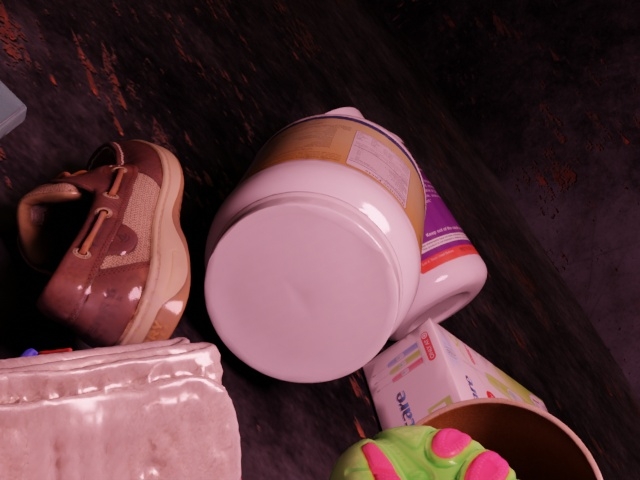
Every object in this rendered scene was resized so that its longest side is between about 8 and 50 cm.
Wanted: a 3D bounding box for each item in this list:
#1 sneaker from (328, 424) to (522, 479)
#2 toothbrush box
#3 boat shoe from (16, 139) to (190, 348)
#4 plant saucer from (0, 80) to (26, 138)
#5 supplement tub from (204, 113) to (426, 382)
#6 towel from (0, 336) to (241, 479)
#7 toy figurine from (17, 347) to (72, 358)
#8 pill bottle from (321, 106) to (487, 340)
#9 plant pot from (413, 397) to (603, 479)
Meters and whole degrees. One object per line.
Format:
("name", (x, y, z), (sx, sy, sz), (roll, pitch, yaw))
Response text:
("sneaker", (0.152, 0.352, 0.677), (0.185, 0.202, 0.482), (-11, 48, -23))
("toothbrush box", (0.204, 0.260, 1.261), (0.283, 0.122, 0.206), (35, 25, -36))
("boat shoe", (-0.195, -0.017, 0.842), (0.123, 0.123, 0.342), (24, 21, -23))
("plant saucer", (-0.321, -0.111, 0.891), (0.067, 0.018, 0.192), (47, 21, -14))
("supplement tub", (0.000, 0.000, 1.099), (0.228, 0.228, 0.316), (48, 20, -11))
("towel", (-0.124, 0.189, 0.453), (0.187, 0.049, 0.282), (-2, 94, -35))
("toy figurine", (-0.101, 0.165, 0.658), (0.362, 0.191, 0.217), (45, 15, -23))
("pill bottle", (0.086, -0.030, 1.418), (0.323, 0.181, 0.181), (59, 20, 19))
("plant pot", (0.203, 0.322, 1.043), (0.254, 0.237, 0.237), (51, 12, -52))
